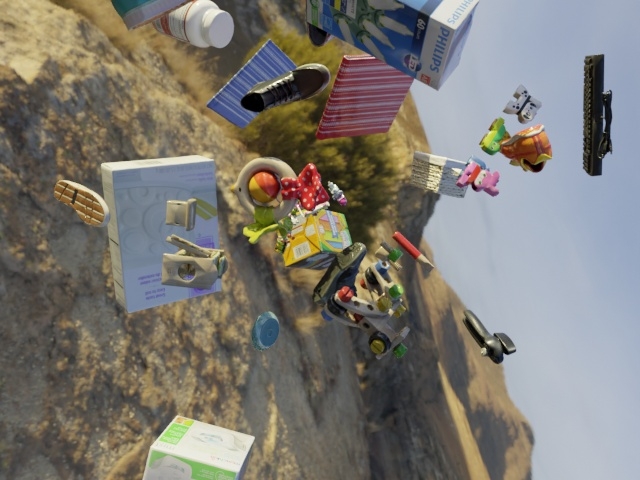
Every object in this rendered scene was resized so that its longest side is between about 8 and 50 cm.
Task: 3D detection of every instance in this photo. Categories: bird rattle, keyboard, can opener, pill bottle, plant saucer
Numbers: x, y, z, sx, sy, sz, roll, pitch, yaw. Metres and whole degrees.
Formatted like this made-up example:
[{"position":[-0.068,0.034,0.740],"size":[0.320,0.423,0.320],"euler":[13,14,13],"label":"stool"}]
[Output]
[{"position":[-0.115,-0.115,1.410],"size":[0.207,0.253,0.143],"euler":[47,29,2],"label":"bird rattle"},{"position":[0.725,-0.326,1.489],"size":[0.201,0.033,0.317],"euler":[-69,153,-73],"label":"keyboard"},{"position":[0.398,0.234,1.380],"size":[0.186,0.073,0.059],"euler":[-129,-140,-61],"label":"can opener"},{"position":[-0.339,-0.583,1.492],"size":[0.121,0.216,0.121],"euler":[-44,149,-36],"label":"pill bottle"},{"position":[-0.158,0.273,1.684],"size":[0.119,0.021,0.119],"euler":[-15,108,-53],"label":"plant saucer"}]

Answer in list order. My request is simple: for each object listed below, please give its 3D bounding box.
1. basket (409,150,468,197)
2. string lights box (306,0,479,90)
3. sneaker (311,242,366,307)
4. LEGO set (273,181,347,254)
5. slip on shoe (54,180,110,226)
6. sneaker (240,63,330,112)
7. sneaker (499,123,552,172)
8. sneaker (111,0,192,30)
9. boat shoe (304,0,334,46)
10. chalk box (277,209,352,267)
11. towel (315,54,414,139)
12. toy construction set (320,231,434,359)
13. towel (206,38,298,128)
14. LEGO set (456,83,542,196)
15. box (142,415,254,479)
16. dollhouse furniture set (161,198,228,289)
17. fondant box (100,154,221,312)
[{"position":[0.347,-0.191,1.638],"size":[0.167,0.113,0.103],"euler":[33,-67,62],"label":"basket"},{"position":[0.103,-0.359,0.883],"size":[0.259,0.077,0.133],"euler":[33,-21,15],"label":"string lights box"},{"position":[0.084,0.118,1.730],"size":[0.130,0.227,0.087],"euler":[34,0,-33],"label":"sneaker"},{"position":[-0.051,-0.060,1.686],"size":[0.132,0.287,0.107],"euler":[39,14,-39],"label":"LEGO set"},{"position":[-0.392,-0.061,0.948],"size":[0.041,0.135,0.051],"euler":[13,101,-62],"label":"slip on shoe"},{"position":[-0.086,-0.369,1.403],"size":[0.118,0.222,0.083],"euler":[-65,136,-59],"label":"sneaker"},{"position":[0.328,-0.138,0.904],"size":[0.175,0.064,0.067],"euler":[-18,91,-75],"label":"sneaker"},{"position":[-0.292,-0.553,1.157],"size":[0.121,0.302,0.108],"euler":[62,-12,-21],"label":"sneaker"},{"position":[0.014,-0.571,1.239],"size":[0.102,0.108,0.301],"euler":[-58,168,-36],"label":"boat shoe"},{"position":[0.000,0.000,2.129],"size":[0.289,0.180,0.179],"euler":[9,62,-56],"label":"chalk box"},{"position":[0.106,-0.329,1.298],"size":[0.275,0.198,0.031],"euler":[116,-40,-60],"label":"towel"},{"position":[0.185,0.167,1.510],"size":[0.237,0.309,0.257],"euler":[44,15,13],"label":"toy construction set"},{"position":[-0.251,-0.577,2.114],"size":[0.040,0.336,0.243],"euler":[53,13,23],"label":"towel"},{"position":[0.339,-0.160,1.041],"size":[0.093,0.227,0.087],"euler":[33,-11,4],"label":"LEGO set"},{"position":[-0.352,0.650,1.662],"size":[0.231,0.262,0.127],"euler":[-33,137,-84],"label":"box"},{"position":[-0.228,-0.005,1.098],"size":[0.182,0.101,0.161],"euler":[-80,176,-82],"label":"dollhouse furniture set"},{"position":[-0.363,-0.022,1.317],"size":[0.096,0.238,0.330],"euler":[23,-61,50],"label":"fondant box"}]
